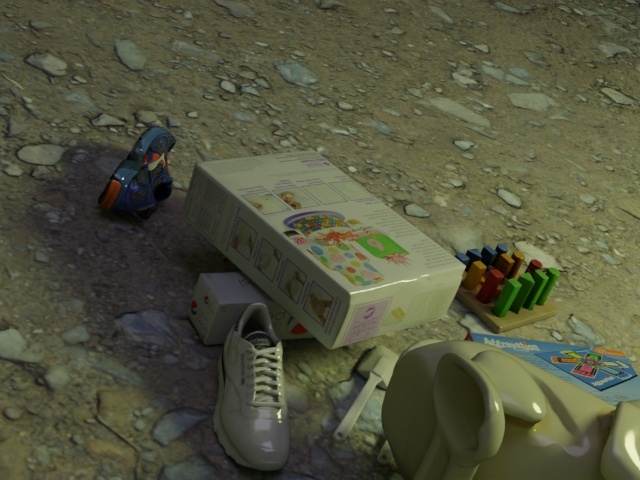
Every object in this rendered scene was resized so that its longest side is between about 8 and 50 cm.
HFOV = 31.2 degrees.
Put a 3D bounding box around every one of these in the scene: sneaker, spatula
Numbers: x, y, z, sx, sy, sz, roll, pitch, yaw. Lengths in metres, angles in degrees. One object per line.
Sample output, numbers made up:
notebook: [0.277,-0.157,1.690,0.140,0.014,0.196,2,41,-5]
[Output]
sneaker: [-0.263,-0.096,1.742,0.087,0.083,0.221,33,35,-8]
sneaker: [-0.079,0.178,1.405,0.090,0.095,0.235,10,34,-22]
spatula: [0.108,0.232,1.519,0.168,0.019,0.242,32,33,5]

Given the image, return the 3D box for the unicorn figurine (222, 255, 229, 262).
unicorn figurine: [-0.086,0.020,1.688,0.111,0.060,0.162,-7,55,-54]

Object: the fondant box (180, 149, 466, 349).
fondant box: [0.000,0.000,1.586,0.238,0.096,0.330,-10,39,-45]

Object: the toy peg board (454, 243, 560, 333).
toy peg board: [0.293,0.056,1.845,0.161,0.079,0.160,-10,44,-43]

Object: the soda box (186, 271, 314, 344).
soda box: [-0.067,0.089,1.567,0.216,0.074,0.069,-1,37,-34]

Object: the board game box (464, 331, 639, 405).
board game box: [0.359,0.206,1.705,0.281,0.027,0.145,9,35,-22]

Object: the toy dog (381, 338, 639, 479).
toy dog: [0.282,0.282,1.355,0.407,0.285,0.395,15,14,-15]
